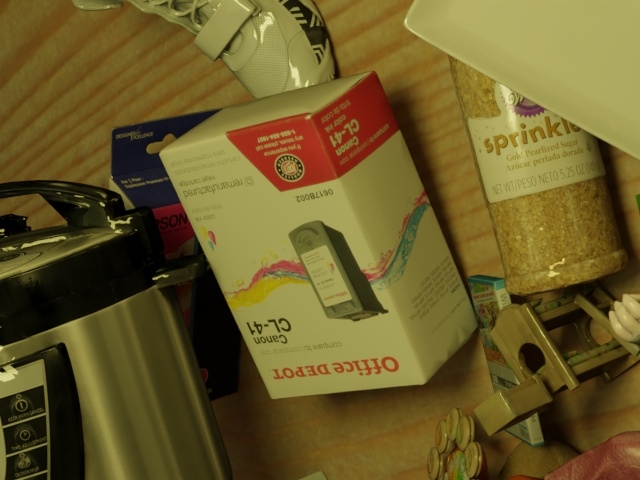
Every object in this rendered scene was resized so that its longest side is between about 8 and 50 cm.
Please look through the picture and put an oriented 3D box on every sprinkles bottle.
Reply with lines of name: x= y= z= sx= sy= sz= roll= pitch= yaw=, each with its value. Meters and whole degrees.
sprinkles bottle: x=0.188 y=-0.132 z=1.343 sx=0.121 sy=0.121 sz=0.355 roll=-13 pitch=92 yaw=49

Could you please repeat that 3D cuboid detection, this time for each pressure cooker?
pressure cooker: x=-0.318 y=0.150 z=1.539 sx=0.376 sy=0.370 sz=0.420 roll=-7 pitch=101 yaw=51

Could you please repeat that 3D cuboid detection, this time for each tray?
tray: x=0.222 y=-0.184 z=1.256 sx=0.270 sy=0.030 sz=0.145 roll=30 pitch=99 yaw=6

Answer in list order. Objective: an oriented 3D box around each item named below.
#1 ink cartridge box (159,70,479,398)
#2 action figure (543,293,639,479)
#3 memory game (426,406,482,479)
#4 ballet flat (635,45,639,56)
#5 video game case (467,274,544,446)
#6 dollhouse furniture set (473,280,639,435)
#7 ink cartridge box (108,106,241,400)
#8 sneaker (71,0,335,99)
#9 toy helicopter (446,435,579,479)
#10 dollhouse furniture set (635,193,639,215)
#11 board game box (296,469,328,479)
ink cartridge box: x=0.000 y=0.000 z=1.507 sx=0.226 sy=0.131 sz=0.306 roll=-11 pitch=109 yaw=40
action figure: x=0.348 y=0.161 z=1.161 sx=0.275 sy=0.248 sz=0.370 roll=56 pitch=139 yaw=20
memory game: x=0.134 y=0.264 z=1.487 sx=0.186 sy=0.012 sz=0.186 roll=-175 pitch=90 yaw=-78
ballet flat: x=0.294 y=-0.157 z=1.280 sx=0.041 sy=0.041 sz=0.114 roll=-11 pitch=93 yaw=49
video game case: x=0.185 y=0.118 z=1.453 sx=0.119 sy=0.015 sz=0.166 roll=-173 pitch=69 yaw=-83
dollhouse furniture set: x=0.231 y=0.075 z=1.311 sx=0.161 sy=0.182 sz=0.101 roll=-47 pitch=67 yaw=45
ink cartridge box: x=-0.173 y=0.034 z=1.744 sx=0.069 sy=0.176 sz=0.370 roll=22 pitch=117 yaw=42
sneaker: x=-0.147 y=-0.265 z=1.599 sx=0.365 sy=0.210 sz=0.137 roll=58 pitch=137 yaw=17
toy helicopter: x=0.178 y=0.363 z=1.474 sx=0.355 sy=0.140 sz=0.235 roll=-71 pitch=23 yaw=11
dollhouse furniture set: x=0.358 y=-0.038 z=1.259 sx=0.152 sy=0.059 sz=0.076 roll=-17 pitch=81 yaw=30
board game box: x=-0.043 y=0.450 z=1.626 sx=0.318 sy=0.319 sz=0.066 roll=56 pitch=134 yaw=19
